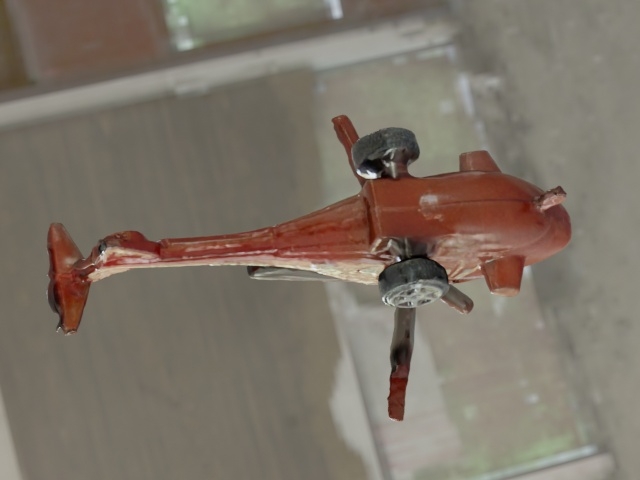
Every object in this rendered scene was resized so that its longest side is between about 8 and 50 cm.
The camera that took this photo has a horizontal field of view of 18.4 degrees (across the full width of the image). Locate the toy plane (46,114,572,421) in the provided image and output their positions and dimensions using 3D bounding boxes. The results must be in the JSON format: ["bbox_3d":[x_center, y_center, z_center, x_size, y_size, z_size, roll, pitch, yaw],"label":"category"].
[{"bbox_3d":[0.000,-0.007,0.745,0.077,0.194,0.126,120,163,-60],"label":"toy plane"}]
